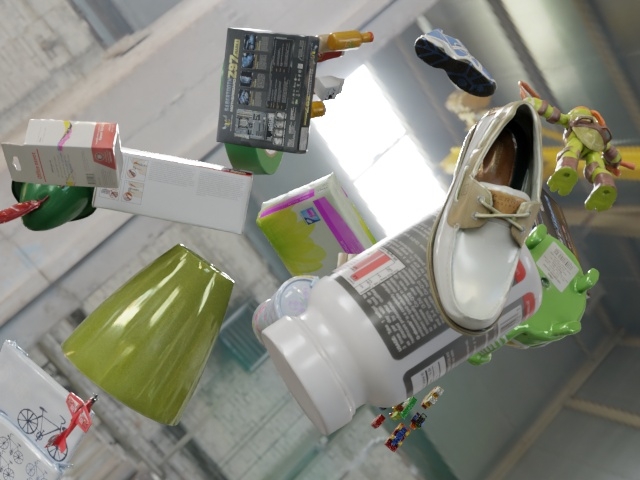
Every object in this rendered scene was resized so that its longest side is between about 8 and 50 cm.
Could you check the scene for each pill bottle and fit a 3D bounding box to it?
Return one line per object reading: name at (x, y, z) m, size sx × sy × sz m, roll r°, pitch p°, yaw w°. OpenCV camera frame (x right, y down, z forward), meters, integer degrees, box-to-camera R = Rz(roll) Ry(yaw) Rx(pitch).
pill bottle at (0.113, 0.105, 1.322) m, size 0.210 × 0.363 × 0.210 m, roll 55°, pitch -13°, yaw 19°

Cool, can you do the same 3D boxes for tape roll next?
tape roll at (-0.152, -0.315, 2.190) m, size 0.077 × 0.321 × 0.321 m, roll 2°, pitch -36°, yaw 12°

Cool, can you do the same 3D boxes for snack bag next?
snack bag at (-0.718, 0.459, 2.220) m, size 0.323 × 0.342 × 0.037 m, roll 35°, pitch 10°, yaw 21°

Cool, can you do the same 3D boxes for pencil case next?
pencil case at (-0.063, 0.150, 1.906) m, size 0.114 × 0.124 × 0.273 m, roll 24°, pitch -20°, yaw -8°

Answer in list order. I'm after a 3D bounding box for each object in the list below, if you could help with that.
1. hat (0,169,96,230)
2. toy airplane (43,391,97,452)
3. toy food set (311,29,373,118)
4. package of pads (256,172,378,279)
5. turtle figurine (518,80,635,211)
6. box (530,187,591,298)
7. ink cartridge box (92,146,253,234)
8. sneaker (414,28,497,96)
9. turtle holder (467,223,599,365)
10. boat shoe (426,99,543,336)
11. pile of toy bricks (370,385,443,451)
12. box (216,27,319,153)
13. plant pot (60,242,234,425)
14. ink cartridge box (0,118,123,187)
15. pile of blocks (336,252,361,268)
hat at (-0.569, -0.036, 1.891) m, size 0.209 × 0.183 × 0.173 m, roll -4°, pitch -44°, yaw 6°
toy airplane at (-0.517, 0.383, 1.949) m, size 0.151 × 0.151 × 0.028 m, roll 19°, pitch -22°, yaw 52°
toy food set at (0.030, -0.386, 2.089) m, size 0.111 × 0.105 × 0.232 m, roll 55°, pitch -36°, yaw 34°
package of pads at (0.000, 0.000, 2.347) m, size 0.229 × 0.101 × 0.296 m, roll -22°, pitch -60°, yaw 22°
turtle figurine at (0.430, -0.147, 1.492) m, size 0.269 × 0.217 × 0.087 m, roll 33°, pitch -49°, yaw -21°
box at (0.631, 0.001, 2.558) m, size 0.293 × 0.073 × 0.295 m, roll 31°, pitch 42°, yaw -54°
ink cartridge box at (-0.307, -0.113, 2.003) m, size 0.310 × 0.130 × 0.272 m, roll 11°, pitch 5°, yaw -6°
sneaker at (0.317, -0.406, 2.098) m, size 0.211 × 0.081 × 0.080 m, roll 40°, pitch -35°, yaw 5°
turtle holder at (0.439, 0.145, 2.038) m, size 0.243 × 0.320 × 0.227 m, roll 22°, pitch -29°, yaw -18°
boat shoe at (0.205, -0.036, 1.136) m, size 0.113 × 0.302 × 0.103 m, roll 15°, pitch -23°, yaw -9°
pile of toy bricks at (0.209, 0.438, 2.388) m, size 0.118 × 0.212 × 0.105 m, roll 42°, pitch -23°, yaw 2°
box at (-0.106, -0.298, 1.848) m, size 0.183 × 0.232 × 0.059 m, roll 10°, pitch 9°, yaw 21°
plant pot at (-0.307, 0.163, 1.827) m, size 0.275 × 0.293 × 0.275 m, roll 36°, pitch -3°, yaw 2°
ink cartridge box at (-0.468, -0.159, 1.698) m, size 0.198 × 0.067 × 0.115 m, roll 3°, pitch -36°, yaw -4°
pile of blocks at (0.079, 0.169, 2.024) m, size 0.113 × 0.362 × 0.149 m, roll 1°, pitch -55°, yaw 12°
